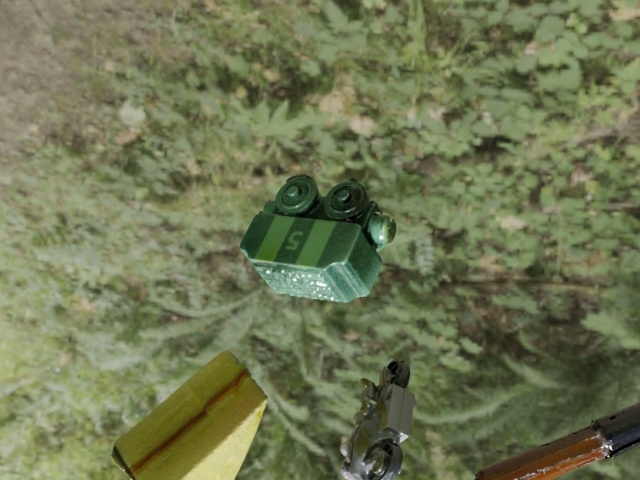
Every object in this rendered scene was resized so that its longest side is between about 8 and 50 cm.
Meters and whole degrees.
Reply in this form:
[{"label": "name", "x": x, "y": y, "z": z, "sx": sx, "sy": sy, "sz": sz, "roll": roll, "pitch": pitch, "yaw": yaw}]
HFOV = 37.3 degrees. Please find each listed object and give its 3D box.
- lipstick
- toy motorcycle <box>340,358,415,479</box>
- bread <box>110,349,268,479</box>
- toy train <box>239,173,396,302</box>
[{"label": "lipstick", "x": 0.459, "y": 0.379, "z": 1.708, "sx": 0.418, "sy": 0.077, "sz": 0.077, "roll": -21, "pitch": 164, "yaw": -3}, {"label": "toy motorcycle", "x": 0.078, "y": 0.283, "z": 1.373, "sx": 0.073, "sy": 0.225, "sz": 0.152, "roll": 28, "pitch": 127, "yaw": -14}, {"label": "bread", "x": -0.183, "y": 0.343, "z": 1.571, "sx": 0.167, "sy": 0.264, "sz": 0.163, "roll": 43, "pitch": 171, "yaw": 44}, {"label": "toy train", "x": 0.000, "y": 0.000, "z": 1.883, "sx": 0.299, "sy": 0.238, "sz": 0.167, "roll": 7, "pitch": 149, "yaw": 35}]
